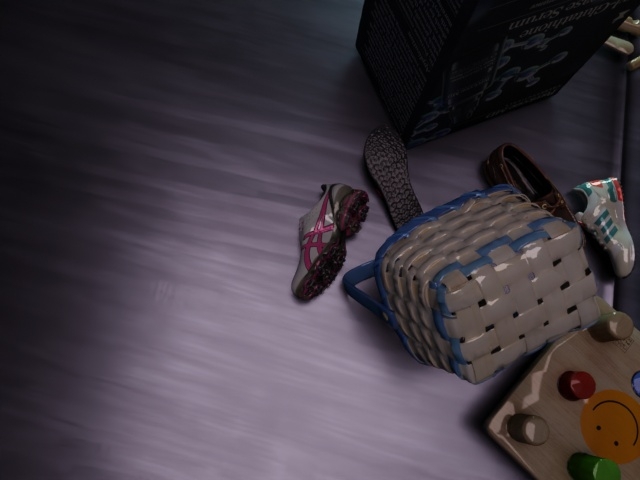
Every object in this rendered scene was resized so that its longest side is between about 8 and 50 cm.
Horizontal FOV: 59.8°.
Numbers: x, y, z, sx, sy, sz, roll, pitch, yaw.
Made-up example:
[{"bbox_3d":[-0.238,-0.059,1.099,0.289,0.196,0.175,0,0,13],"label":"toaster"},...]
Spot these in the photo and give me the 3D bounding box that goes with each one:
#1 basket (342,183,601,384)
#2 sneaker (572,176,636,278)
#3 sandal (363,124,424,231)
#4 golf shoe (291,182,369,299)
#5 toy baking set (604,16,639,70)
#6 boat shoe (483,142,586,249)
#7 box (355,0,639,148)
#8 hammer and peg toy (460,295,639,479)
[{"bbox_3d":[0.178,0.046,0.720,0.254,0.289,0.201,-25,112,-7],"label":"basket"},{"bbox_3d":[0.434,-0.018,0.864,0.075,0.057,0.161,-7,76,12],"label":"sneaker"},{"bbox_3d":[0.112,-0.090,0.871,0.067,0.040,0.179,-18,91,-2],"label":"sandal"},{"bbox_3d":[0.000,0.000,0.830,0.086,0.067,0.186,20,74,30],"label":"golf shoe"},{"bbox_3d":[0.537,-0.389,0.978,0.256,0.030,0.197,-33,77,-11],"label":"toy baking set"},{"bbox_3d":[0.332,-0.060,0.854,0.073,0.073,0.207,-38,82,-15],"label":"boat shoe"},{"bbox_3d":[0.238,-0.334,0.753,0.293,0.395,0.212,-21,78,-8],"label":"box"},{"bbox_3d":[0.356,0.205,0.756,0.361,0.127,0.266,44,77,8],"label":"hammer and peg toy"}]
